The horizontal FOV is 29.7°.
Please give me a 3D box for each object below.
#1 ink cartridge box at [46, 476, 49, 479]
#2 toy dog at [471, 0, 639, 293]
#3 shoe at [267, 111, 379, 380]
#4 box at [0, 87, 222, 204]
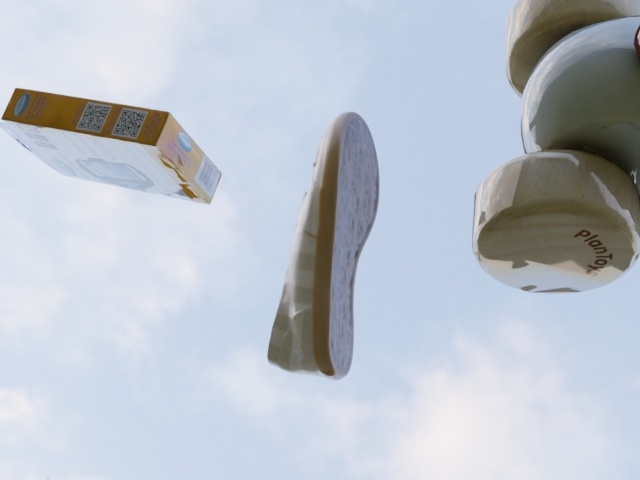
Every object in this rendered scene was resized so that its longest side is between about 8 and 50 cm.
[{"bbox_3d":[-0.323,0.423,1.388,0.066,0.189,0.232,19,-75,-17],"label":"ink cartridge box"},{"bbox_3d":[0.237,-0.053,0.603,0.333,0.220,0.161,-4,-24,-20],"label":"toy dog"},{"bbox_3d":[0.000,0.000,0.938,0.058,0.219,0.076,-4,-23,28],"label":"shoe"},{"bbox_3d":[-0.139,-0.062,0.774,0.136,0.028,0.081,14,-19,26],"label":"box"}]
